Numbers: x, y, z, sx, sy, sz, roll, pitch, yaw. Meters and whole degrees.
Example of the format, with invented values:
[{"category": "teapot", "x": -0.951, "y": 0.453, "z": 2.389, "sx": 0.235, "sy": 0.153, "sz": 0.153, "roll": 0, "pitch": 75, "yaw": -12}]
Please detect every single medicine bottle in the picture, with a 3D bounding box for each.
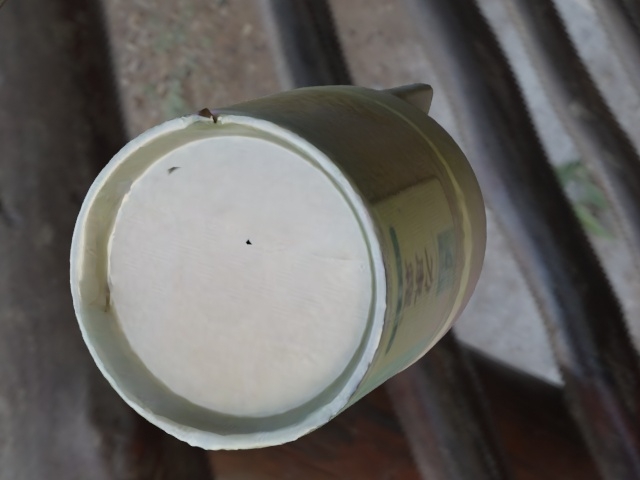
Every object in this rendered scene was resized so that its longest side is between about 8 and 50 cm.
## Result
[{"category": "medicine bottle", "x": 0.000, "y": 0.000, "z": 1.427, "sx": 0.236, "sy": 0.406, "sz": 0.235, "roll": 3, "pitch": 100, "yaw": 19}]

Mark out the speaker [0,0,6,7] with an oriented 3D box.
[{"category": "speaker", "x": -0.181, "y": -0.173, "z": 0.713, "sx": 0.231, "sy": 0.192, "sz": 0.153, "roll": -56, "pitch": -4, "yaw": -20}]
